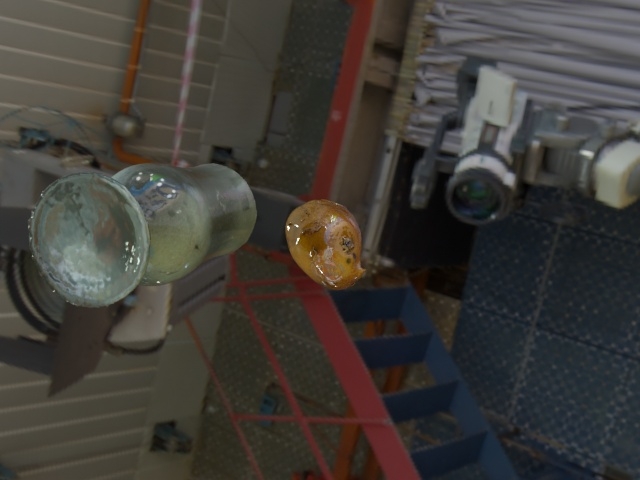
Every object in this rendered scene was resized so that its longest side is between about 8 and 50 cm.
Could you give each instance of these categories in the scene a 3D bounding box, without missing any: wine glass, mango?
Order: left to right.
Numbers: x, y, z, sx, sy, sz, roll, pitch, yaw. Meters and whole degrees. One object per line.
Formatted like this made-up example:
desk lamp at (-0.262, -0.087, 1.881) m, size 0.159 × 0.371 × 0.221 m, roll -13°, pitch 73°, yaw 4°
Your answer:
wine glass at (-0.134, -0.014, 0.830) m, size 0.231 × 0.103 × 0.103 m, roll -19°, pitch -59°, yaw -70°
mango at (0.000, 0.000, 0.936) m, size 0.063 × 0.127 × 0.077 m, roll -1°, pitch -71°, yaw -20°
